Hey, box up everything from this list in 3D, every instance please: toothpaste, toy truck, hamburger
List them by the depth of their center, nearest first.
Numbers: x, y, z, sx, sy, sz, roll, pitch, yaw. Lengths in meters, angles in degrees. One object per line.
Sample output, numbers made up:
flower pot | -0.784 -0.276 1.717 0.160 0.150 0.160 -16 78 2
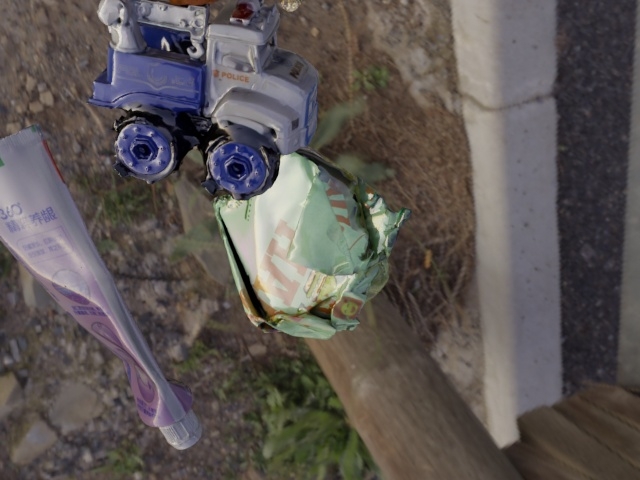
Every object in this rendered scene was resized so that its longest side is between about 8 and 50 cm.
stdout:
toothpaste | -0.174 0.050 0.752 0.075 0.048 0.301 -10 122 31
toy truck | -0.106 -0.157 0.938 0.213 0.161 0.177 11 124 4
hamburger | 0.002 -0.001 1.095 0.235 0.125 0.214 -30 84 22

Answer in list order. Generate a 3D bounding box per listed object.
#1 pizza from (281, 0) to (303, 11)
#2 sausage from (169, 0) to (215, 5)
pizza | -0.058 -0.403 1.327 0.041 0.131 0.178 -11 89 21
sausage | -0.078 -0.316 0.795 0.113 0.114 0.259 6 124 -25
